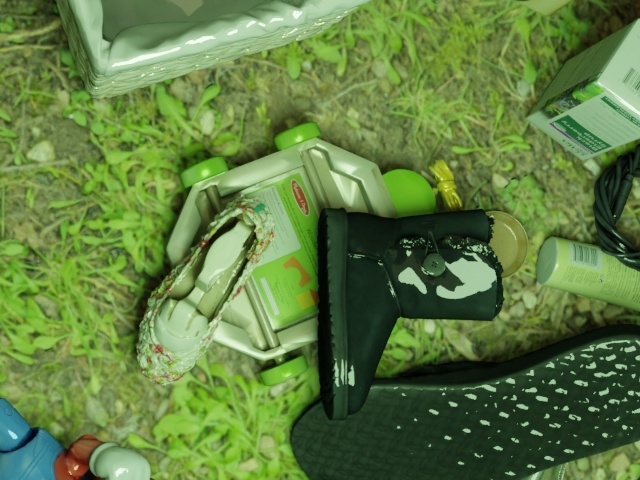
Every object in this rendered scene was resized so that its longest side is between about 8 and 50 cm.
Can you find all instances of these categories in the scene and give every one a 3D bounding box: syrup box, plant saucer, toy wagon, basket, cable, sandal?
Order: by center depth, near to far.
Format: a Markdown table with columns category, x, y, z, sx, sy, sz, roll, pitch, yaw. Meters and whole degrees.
| category | x | y | z | sx | sy | sz | roll | pitch | yaw |
| --- | --- | --- | --- | --- | --- | --- | --- | --- | --- |
| basket | -0.145 | -0.351 | 1.570 | 0.328 | 0.266 | 0.331 | -18 | 88 | -12 |
| sandal | 0.188 | 0.202 | 1.641 | 0.445 | 0.107 | 0.168 | -14 | 104 | 13 |
| syrup box | 0.334 | -0.169 | 1.663 | 0.093 | 0.237 | 0.096 | 36 | 79 | -6 |
| toy wagon | 0.000 | 0.000 | 1.672 | 0.344 | 0.068 | 0.267 | -22 | 90 | -12 |
| plant saucer | 0.210 | 0.007 | 1.738 | 0.083 | 0.015 | 0.083 | 1 | 85 | -11 |
| cable | 0.402 | -0.038 | 1.738 | 0.184 | 0.047 | 0.150 | -33 | 84 | -29 |

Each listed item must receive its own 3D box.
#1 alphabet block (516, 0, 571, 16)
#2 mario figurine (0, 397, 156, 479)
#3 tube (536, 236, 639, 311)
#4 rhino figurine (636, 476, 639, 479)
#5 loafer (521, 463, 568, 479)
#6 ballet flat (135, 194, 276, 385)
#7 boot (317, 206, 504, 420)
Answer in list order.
| category | x | y | z | sx | sy | sz | roll | pitch | yaw |
| --- | --- | --- | --- | --- | --- | --- | --- | --- | --- |
| alphabet block | 0.259 | -0.404 | 1.689 | 0.192 | 0.197 | 0.193 | 27 | 81 | -9 |
| mario figurine | -0.298 | 0.273 | 1.532 | 0.320 | 0.198 | 0.170 | 33 | 68 | -3 |
| tube | 0.383 | 0.051 | 1.751 | 0.240 | 0.062 | 0.070 | 12 | 125 | -13 |
| rhino figurine | 0.433 | 0.382 | 1.707 | 0.073 | 0.106 | 0.243 | -17 | 88 | 4 |
| loafer | 0.240 | 0.281 | 1.697 | 0.087 | 0.094 | 0.251 | 43 | 67 | -49 |
| ballet flat | -0.134 | 0.053 | 1.580 | 0.091 | 0.077 | 0.241 | 31 | 92 | 2 |
| boot | 0.102 | 0.078 | 1.594 | 0.207 | 0.094 | 0.246 | 3 | 72 | -9 |
